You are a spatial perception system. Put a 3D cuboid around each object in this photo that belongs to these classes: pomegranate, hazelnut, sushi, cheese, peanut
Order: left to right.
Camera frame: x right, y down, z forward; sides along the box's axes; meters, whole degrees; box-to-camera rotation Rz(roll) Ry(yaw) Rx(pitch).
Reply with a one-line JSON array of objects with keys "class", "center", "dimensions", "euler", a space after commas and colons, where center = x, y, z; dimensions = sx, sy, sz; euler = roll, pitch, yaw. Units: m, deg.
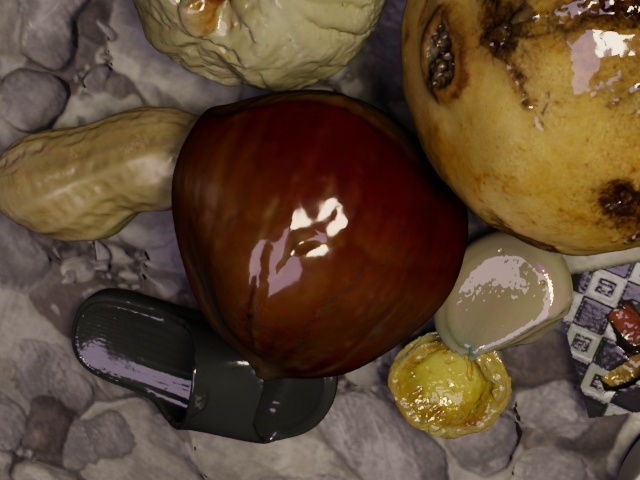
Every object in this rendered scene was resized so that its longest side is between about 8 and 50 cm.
[{"class": "peanut", "center": [-0.168, -0.053, 1.107], "dimensions": [0.214, 0.090, 0.099], "euler": [-13, 95, 21]}, {"class": "hazelnut", "center": [0.000, 0.000, 1.003], "dimensions": [0.229, 0.229, 0.230], "euler": [6, 114, 14]}, {"class": "cheese", "center": [0.161, 0.024, 1.054], "dimensions": [0.171, 0.047, 0.092], "euler": [-38, 81, 13]}, {"class": "pomegranate", "center": [0.175, -0.120, 0.901], "dimensions": [0.260, 0.260, 0.260], "euler": [6, 114, 14]}, {"class": "sushi", "center": [0.255, 0.071, 1.076], "dimensions": [0.120, 0.026, 0.126], "euler": [-10, 105, 23]}]

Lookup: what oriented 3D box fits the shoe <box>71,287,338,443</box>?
[{"class": "shoe", "center": [-0.110, 0.118, 1.165], "dimensions": [0.241, 0.093, 0.108], "euler": [16, 115, 11]}]

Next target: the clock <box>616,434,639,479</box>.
[{"class": "clock", "center": [0.348, 0.235, 1.089], "dimensions": [0.230, 0.083, 0.230], "euler": [6, 115, 12]}]

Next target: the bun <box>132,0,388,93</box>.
[{"class": "bun", "center": [-0.059, -0.198, 0.982], "dimensions": [0.220, 0.134, 0.220], "euler": [10, 127, 14]}]

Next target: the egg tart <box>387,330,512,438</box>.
[{"class": "egg tart", "center": [0.107, 0.113, 1.128], "dimensions": [0.105, 0.039, 0.105], "euler": [6, 114, 13]}]
